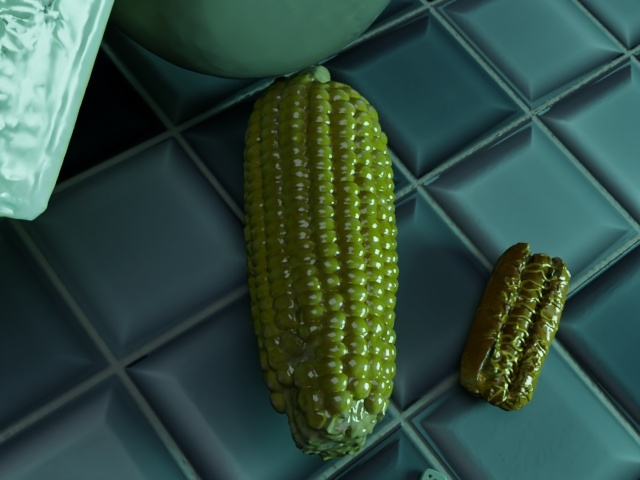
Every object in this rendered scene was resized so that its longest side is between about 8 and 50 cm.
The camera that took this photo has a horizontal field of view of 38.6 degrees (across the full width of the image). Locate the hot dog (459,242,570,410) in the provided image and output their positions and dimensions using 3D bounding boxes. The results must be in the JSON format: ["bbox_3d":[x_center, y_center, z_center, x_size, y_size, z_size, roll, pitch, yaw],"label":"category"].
[{"bbox_3d":[0.169,0.075,0.798,0.071,0.045,0.165,28,58,0],"label":"hot dog"}]

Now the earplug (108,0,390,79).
[{"bbox_3d":[-0.082,-0.327,0.781,0.313,0.312,0.394,-10,58,-19],"label":"earplug"}]

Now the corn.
[{"bbox_3d":[0.000,0.000,0.750,0.130,0.130,0.346,4,60,-12],"label":"corn"}]

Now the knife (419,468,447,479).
[{"bbox_3d":[0.123,0.212,0.731,0.096,0.010,0.027,25,59,1],"label":"knife"}]

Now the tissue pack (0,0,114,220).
[{"bbox_3d":[-0.330,-0.228,0.602,0.405,0.205,0.331,19,91,29],"label":"tissue pack"}]
